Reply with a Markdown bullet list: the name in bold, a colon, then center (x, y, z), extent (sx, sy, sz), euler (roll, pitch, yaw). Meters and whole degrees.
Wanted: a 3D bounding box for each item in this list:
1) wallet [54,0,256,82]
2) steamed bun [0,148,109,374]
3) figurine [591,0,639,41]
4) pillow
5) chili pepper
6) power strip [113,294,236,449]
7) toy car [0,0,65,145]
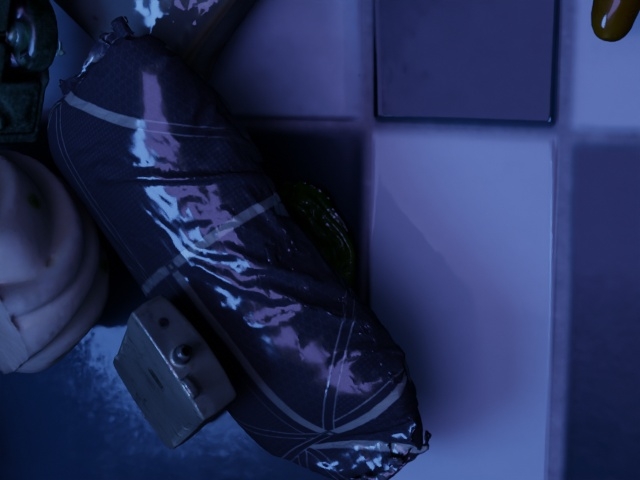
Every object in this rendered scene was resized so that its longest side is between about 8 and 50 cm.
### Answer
- **wallet**: center (-0.156, -0.290, 0.735), extent (0.360, 0.083, 0.252), euler (43, 118, 6)
- **steamed bun**: center (-0.220, 0.007, 0.793), extent (0.183, 0.106, 0.183), euler (33, 148, 24)
- **figurine**: center (0.057, -0.288, 0.546), extent (0.387, 0.268, 0.401), euler (28, 126, -8)
- **pillow**: center (-0.057, 0.018, 0.730), extent (0.335, 0.092, 0.161), euler (57, 146, -2)
- **chili pepper**: center (0.001, -0.001, 0.763), extent (0.034, 0.030, 0.091), euler (-20, 93, 44)
- **power strip**: center (-0.099, 0.089, 0.743), extent (0.029, 0.227, 0.080), euler (-33, 85, -20)
- **toy car**: center (-0.227, -0.207, 0.680), extent (0.097, 0.141, 0.321), euler (40, 126, 43)
